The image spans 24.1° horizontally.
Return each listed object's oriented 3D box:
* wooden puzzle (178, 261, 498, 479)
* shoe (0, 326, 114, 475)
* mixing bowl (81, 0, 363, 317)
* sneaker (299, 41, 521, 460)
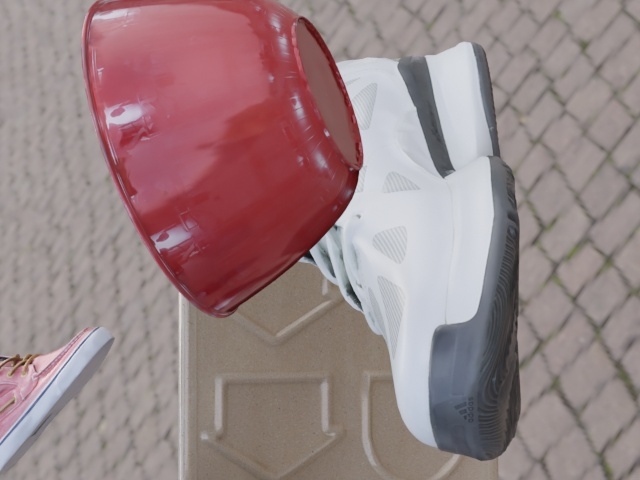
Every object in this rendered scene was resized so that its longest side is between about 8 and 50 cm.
[{"bbox_3d":[0.014,0.110,1.402,0.080,0.322,0.348,-176,87,-66],"label":"wooden puzzle"},{"bbox_3d":[-0.262,0.123,1.330,0.178,0.081,0.063,-48,-6,20],"label":"shoe"},{"bbox_3d":[-0.039,-0.060,0.790,0.098,0.181,0.181,-21,39,15],"label":"mixing bowl"},{"bbox_3d":[0.000,0.001,1.029,0.447,0.257,0.169,-88,-5,-61],"label":"sneaker"}]
